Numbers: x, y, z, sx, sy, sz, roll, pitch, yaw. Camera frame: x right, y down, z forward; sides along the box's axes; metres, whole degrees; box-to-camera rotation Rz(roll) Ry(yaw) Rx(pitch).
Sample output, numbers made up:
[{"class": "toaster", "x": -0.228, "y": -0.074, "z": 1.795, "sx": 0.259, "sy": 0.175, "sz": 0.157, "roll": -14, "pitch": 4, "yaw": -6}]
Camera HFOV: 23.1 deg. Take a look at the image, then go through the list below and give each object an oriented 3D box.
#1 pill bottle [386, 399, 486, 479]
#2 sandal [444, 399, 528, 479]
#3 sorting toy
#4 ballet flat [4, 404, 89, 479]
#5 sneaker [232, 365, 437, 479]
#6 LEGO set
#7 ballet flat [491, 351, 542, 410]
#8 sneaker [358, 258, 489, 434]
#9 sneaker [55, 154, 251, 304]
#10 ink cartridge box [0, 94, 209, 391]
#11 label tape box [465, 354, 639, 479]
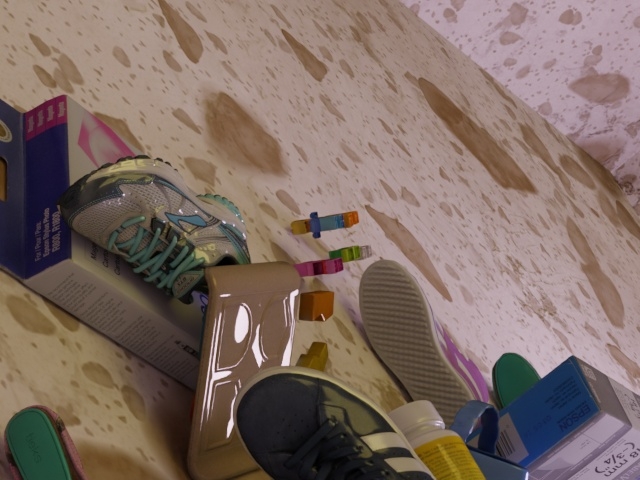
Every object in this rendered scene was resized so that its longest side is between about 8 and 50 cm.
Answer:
[{"class": "pill bottle", "x": 0.145, "y": 0.309, "z": 1.933, "sx": 0.119, "sy": 0.119, "sz": 0.208, "roll": 18, "pitch": 37, "yaw": -56}, {"class": "sandal", "x": 0.214, "y": 0.332, "z": 2.022, "sx": 0.317, "sy": 0.138, "sz": 0.126, "roll": 59, "pitch": 20, "yaw": 21}, {"class": "sorting toy", "x": -0.068, "y": 0.138, "z": 1.756, "sx": 0.307, "sy": 0.041, "sz": 0.229, "roll": -3, "pitch": 97, "yaw": -66}, {"class": "ballet flat", "x": -0.216, "y": 0.244, "z": 1.363, "sx": 0.221, "sy": 0.077, "sz": 0.079, "roll": 63, "pitch": 4, "yaw": 34}, {"class": "sneaker", "x": 0.058, "y": 0.261, "z": 1.536, "sx": 0.350, "sy": 0.131, "sz": 0.148, "roll": 41, "pitch": 7, "yaw": -10}, {"class": "LEGO set", "x": 0.000, "y": 0.000, "z": 2.269, "sx": 0.227, "sy": 0.093, "sz": 0.087, "roll": -16, "pitch": 98, "yaw": -74}, {"class": "ballet flat", "x": 0.346, "y": 0.294, "z": 2.487, "sx": 0.247, "sy": 0.083, "sz": 0.087, "roll": 60, "pitch": -2, "yaw": 28}, {"class": "sneaker", "x": 0.155, "y": 0.158, "z": 2.286, "sx": 0.282, "sy": 0.102, "sz": 0.161, "roll": 64, "pitch": 19, "yaw": 10}, {"class": "sneaker", "x": -0.161, "y": -0.002, "z": 1.677, "sx": 0.283, "sy": 0.110, "sz": 0.122, "roll": 19, "pitch": 41, "yaw": -52}, {"class": "ink cartridge box", "x": -0.249, "y": -0.023, "z": 1.779, "sx": 0.330, "sy": 0.071, "sz": 0.324, "roll": 38, "pitch": 23, "yaw": -33}, {"class": "label tape box", "x": 0.372, "y": 0.319, "z": 2.224, "sx": 0.334, "sy": 0.241, "sz": 0.106, "roll": 30, "pitch": 27, "yaw": -43}]
